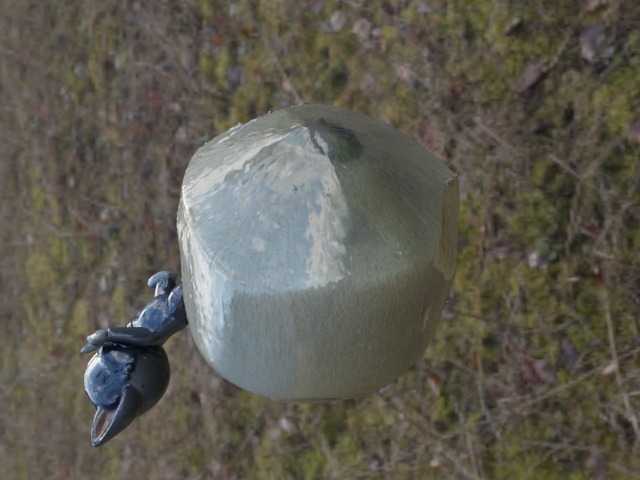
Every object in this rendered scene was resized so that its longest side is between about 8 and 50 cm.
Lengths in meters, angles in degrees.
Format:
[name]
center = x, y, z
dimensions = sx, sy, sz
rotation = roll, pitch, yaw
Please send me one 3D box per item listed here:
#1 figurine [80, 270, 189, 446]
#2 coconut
[figurine]
center = -0.242, 0.147, 1.494
dimensions = 0.140, 0.265, 0.193
rotation = 49, -175, -9
[coconut]
center = 0.000, 0.000, 0.881
dimensions = 0.247, 0.245, 0.245
rotation = 102, 149, -44
